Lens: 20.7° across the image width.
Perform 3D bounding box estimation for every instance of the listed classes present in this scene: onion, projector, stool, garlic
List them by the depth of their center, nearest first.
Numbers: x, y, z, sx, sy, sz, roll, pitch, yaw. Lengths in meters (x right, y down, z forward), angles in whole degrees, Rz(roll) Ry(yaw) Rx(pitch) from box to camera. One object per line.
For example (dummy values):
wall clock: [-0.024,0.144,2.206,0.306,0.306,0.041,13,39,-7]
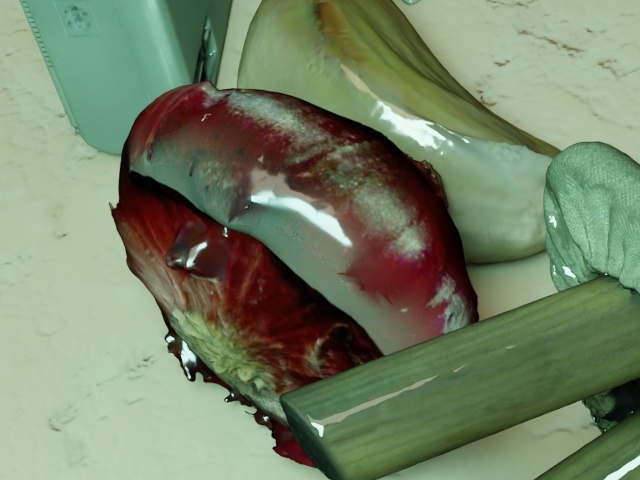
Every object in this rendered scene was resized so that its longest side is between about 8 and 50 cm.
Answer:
stool: [0.164,0.157,0.892,0.226,0.310,0.310,-36,53,-13]
onion: [0.000,0.000,1.071,0.272,0.272,0.195,29,57,29]
garlic: [0.076,-0.084,1.203,0.196,0.151,0.338,-35,55,-29]
projector: [-0.139,-0.218,1.306,0.108,0.198,0.250,-1,53,11]

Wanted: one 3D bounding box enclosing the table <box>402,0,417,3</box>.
table: [0.066,-0.244,1.351,0.062,0.083,0.079,-33,55,-13]
